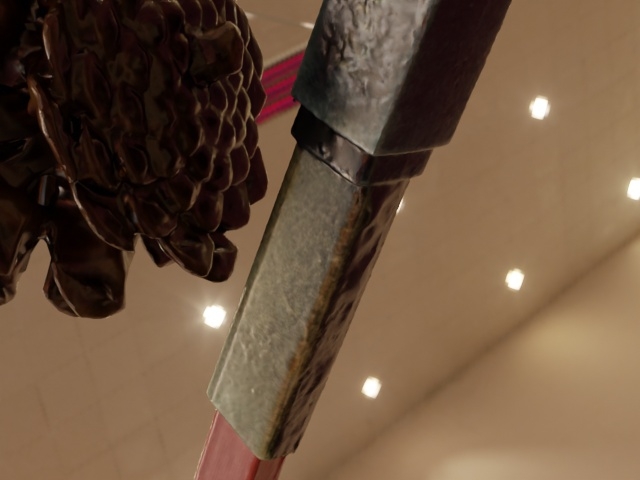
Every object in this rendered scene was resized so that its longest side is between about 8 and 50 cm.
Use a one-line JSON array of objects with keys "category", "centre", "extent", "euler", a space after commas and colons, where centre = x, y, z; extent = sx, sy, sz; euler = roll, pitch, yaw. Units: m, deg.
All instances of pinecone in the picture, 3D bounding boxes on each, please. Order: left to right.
[{"category": "pinecone", "centre": [-0.120, -0.063, 0.562], "extent": [0.207, 0.207, 0.208], "euler": [-19, -62, -40]}]

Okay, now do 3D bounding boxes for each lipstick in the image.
[{"category": "lipstick", "centre": [0.000, 0.000, 0.529], "extent": [0.051, 0.051, 0.312], "euler": [-15, -45, -49]}]
